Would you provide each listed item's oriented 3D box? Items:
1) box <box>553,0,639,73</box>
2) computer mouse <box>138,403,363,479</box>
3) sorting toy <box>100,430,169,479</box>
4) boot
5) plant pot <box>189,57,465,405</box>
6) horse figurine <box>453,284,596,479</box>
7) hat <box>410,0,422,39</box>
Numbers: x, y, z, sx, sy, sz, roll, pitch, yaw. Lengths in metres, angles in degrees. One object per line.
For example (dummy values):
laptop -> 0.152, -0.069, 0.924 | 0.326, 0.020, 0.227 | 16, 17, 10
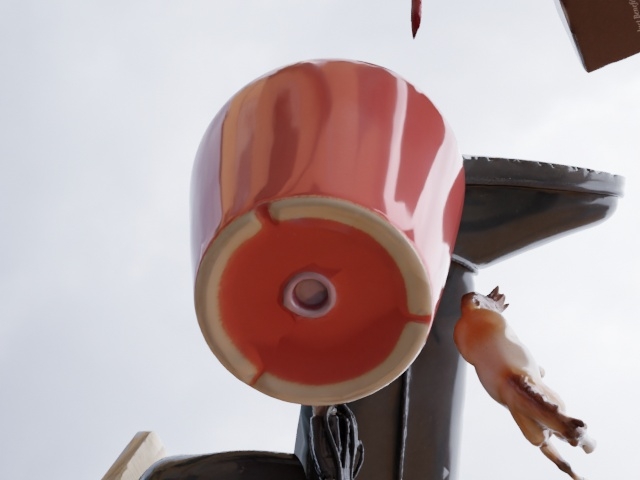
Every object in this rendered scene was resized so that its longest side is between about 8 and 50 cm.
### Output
box -> 0.353, -0.327, 1.304 | 0.203, 0.167, 0.168 | -20, -54, 12
computer mouse -> -0.090, 0.267, 1.207 | 0.272, 0.072, 0.189 | -11, -109, 18
sorting toy -> -0.183, 0.396, 1.350 | 0.089, 0.255, 0.257 | -10, -63, 31
boot -> 0.159, 0.124, 1.348 | 0.146, 0.367, 0.445 | -159, -107, -72
plant pot -> 0.000, 0.000, 1.038 | 0.274, 0.243, 0.275 | 1, -65, 3
horse figurine -> 0.196, 0.135, 1.151 | 0.066, 0.174, 0.263 | -37, -132, 8
hat -> 0.094, -0.405, 1.467 | 0.208, 0.183, 0.173 | 38, -16, 43
